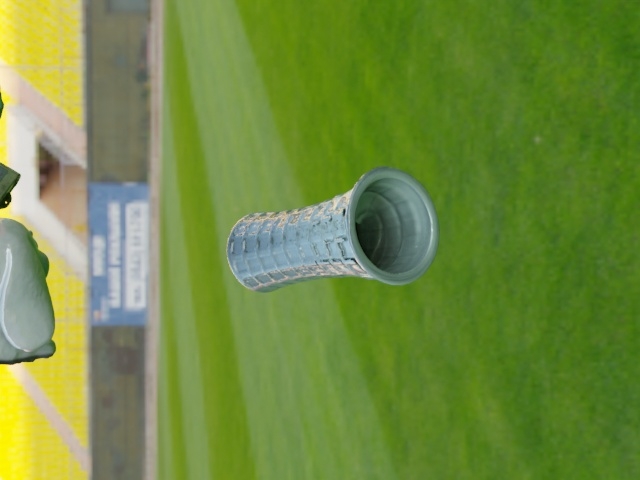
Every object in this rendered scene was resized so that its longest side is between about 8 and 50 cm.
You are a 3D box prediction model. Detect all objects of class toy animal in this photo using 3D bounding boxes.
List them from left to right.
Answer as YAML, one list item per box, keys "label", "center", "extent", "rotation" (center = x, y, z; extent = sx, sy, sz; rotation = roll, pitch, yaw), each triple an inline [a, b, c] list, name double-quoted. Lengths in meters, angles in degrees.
- label: "toy animal"
  center: [-0.614, 0.102, 2.124]
  extent: [0.174, 0.249, 0.289]
  rotation: [-39, -61, -68]

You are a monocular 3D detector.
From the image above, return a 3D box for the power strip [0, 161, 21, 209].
- label: "power strip"
  center: [-0.598, -0.133, 1.777]
  extent: [0.034, 0.268, 0.092]
  rotation: [-51, 9, 50]

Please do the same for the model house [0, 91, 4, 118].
- label: "model house"
  center: [-0.572, -0.173, 1.370]
  extent: [0.325, 0.194, 0.267]
  rotation: [-36, 68, 29]

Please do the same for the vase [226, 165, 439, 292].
- label: "vase"
  center: [0.000, 0.000, 1.467]
  extent: [0.299, 0.143, 0.143]
  rotation: [-12, 77, 52]
